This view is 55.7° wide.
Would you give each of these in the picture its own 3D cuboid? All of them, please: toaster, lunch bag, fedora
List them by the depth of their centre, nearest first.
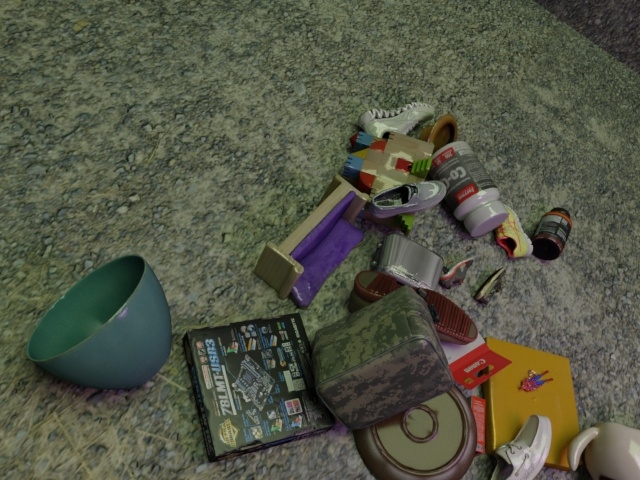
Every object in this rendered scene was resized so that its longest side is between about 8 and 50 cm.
[{"bbox_3d":[0.137,0.254,1.423,0.212,0.305,0.256,55,13,-33],"label":"lunch bag"},{"bbox_3d":[0.248,0.092,1.705,0.227,0.129,0.146,29,52,-7],"label":"toaster"},{"bbox_3d":[0.392,-0.344,2.067,0.079,0.194,0.194,23,42,37],"label":"fedora"}]

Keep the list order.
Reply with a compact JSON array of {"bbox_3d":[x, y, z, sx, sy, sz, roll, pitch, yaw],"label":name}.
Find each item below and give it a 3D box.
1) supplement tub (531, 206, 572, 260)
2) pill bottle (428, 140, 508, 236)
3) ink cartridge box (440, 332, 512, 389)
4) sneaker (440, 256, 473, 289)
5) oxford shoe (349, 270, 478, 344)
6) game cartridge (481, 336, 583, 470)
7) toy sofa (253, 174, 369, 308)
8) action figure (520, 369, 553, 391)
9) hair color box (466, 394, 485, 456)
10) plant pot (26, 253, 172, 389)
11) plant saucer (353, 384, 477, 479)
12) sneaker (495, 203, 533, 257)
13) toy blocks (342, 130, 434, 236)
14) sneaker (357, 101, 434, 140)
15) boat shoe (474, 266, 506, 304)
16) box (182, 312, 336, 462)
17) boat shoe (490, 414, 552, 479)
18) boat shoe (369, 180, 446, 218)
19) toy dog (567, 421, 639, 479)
[{"bbox_3d":[0.782,-0.028,2.038,0.106,0.106,0.198,38,51,3],"label":"supplement tub"},{"bbox_3d":[0.475,-0.166,1.957,0.161,0.161,0.283,-13,64,-30],"label":"pill bottle"},{"bbox_3d":[0.364,0.287,1.601,0.181,0.056,0.224,-21,29,-34],"label":"ink cartridge box"},{"bbox_3d":[0.413,0.100,1.832,0.158,0.061,0.065,-29,100,-34],"label":"sneaker"},{"bbox_3d":[0.241,0.199,1.609,0.348,0.130,0.123,25,38,10],"label":"oxford shoe"},{"bbox_3d":[0.576,0.449,1.669,0.285,0.053,0.324,16,56,-13],"label":"game cartridge"},{"bbox_3d":[0.000,0.000,1.644,0.177,0.150,0.362,39,51,6],"label":"toy sofa"},{"bbox_3d":[0.591,0.388,1.665,0.115,0.030,0.038,-14,71,-28],"label":"action figure"},{"bbox_3d":[0.383,0.477,1.546,0.043,0.072,0.141,21,53,-10],"label":"hair color box"},{"bbox_3d":[-0.428,0.198,1.274,0.195,0.290,0.290,56,44,-29],"label":"plant pot"},{"bbox_3d":[0.235,0.447,1.465,0.310,0.050,0.311,3,61,-6],"label":"plant saucer"},{"bbox_3d":[0.605,-0.033,1.978,0.094,0.081,0.208,-19,68,-30],"label":"sneaker"},{"bbox_3d":[0.185,-0.200,1.859,0.261,0.191,0.381,18,59,3],"label":"toy blocks"},{"bbox_3d":[0.269,-0.393,2.064,0.292,0.110,0.118,-16,73,-22],"label":"sneaker"},{"bbox_3d":[0.525,0.141,1.848,0.049,0.056,0.152,47,62,4],"label":"boat shoe"},{"bbox_3d":[-0.146,0.329,1.409,0.293,0.073,0.295,-7,62,-27],"label":"box"},{"bbox_3d":[0.477,0.541,1.487,0.096,0.098,0.277,33,70,-4],"label":"boat shoe"},{"bbox_3d":[0.248,-0.122,1.700,0.227,0.081,0.079,-17,71,-3],"label":"boat shoe"},{"bbox_3d":[0.830,0.662,1.489,0.395,0.284,0.408,13,57,-19],"label":"toy dog"}]
